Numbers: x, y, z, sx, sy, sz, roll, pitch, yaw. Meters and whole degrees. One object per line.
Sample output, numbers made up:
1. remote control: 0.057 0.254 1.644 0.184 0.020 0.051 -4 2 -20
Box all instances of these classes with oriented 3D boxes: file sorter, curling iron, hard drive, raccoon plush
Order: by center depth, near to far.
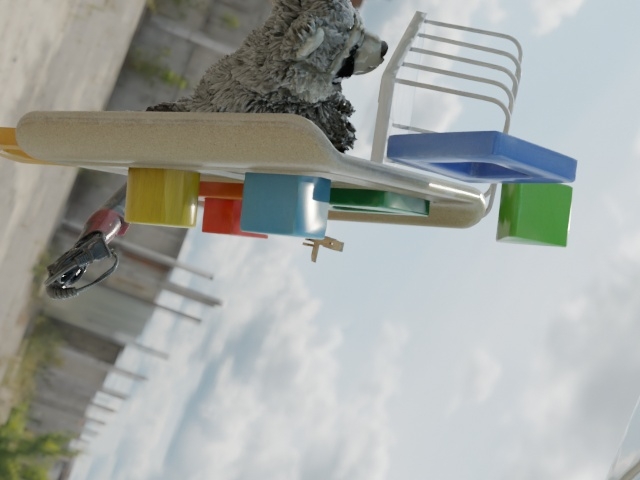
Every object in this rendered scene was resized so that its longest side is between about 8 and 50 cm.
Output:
1. curling iron: -0.185 -0.018 1.072 0.068 0.035 0.274 -22 -162 18
2. hard drive: 0.440 0.222 1.485 0.203 0.040 0.307 -60 170 -23
3. raccoon plush: -0.127 -0.213 1.624 0.299 0.446 0.216 75 -2 -59
4. file sorter: 0.179 -0.174 1.634 0.277 0.173 0.193 -65 165 -59

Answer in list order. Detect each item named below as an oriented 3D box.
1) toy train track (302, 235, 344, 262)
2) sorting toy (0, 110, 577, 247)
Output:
1. toy train track: 0.000 0.000 1.162 0.083 0.014 0.048 18 -83 65
2. sorting toy: -0.033 -0.023 0.610 0.196 0.348 0.047 15 81 -59
